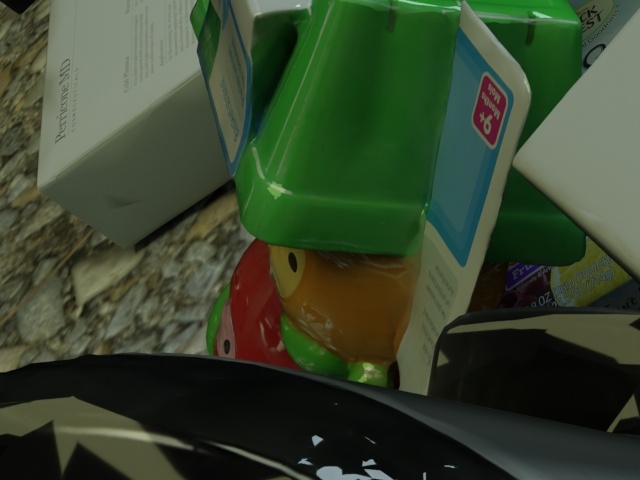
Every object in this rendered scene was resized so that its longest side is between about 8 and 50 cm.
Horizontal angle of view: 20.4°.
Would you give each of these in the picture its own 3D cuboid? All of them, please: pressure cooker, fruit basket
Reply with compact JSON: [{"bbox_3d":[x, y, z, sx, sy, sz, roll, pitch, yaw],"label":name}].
[{"bbox_3d":[0.035,0.232,0.502,0.370,0.420,0.375,-49,61,14],"label":"pressure cooker"},{"bbox_3d":[0.000,0.000,0.874,0.327,0.165,0.353,-107,31,-55],"label":"fruit basket"}]

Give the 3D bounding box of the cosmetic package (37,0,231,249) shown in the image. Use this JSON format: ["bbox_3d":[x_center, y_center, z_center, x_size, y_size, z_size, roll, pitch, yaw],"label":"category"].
[{"bbox_3d":[-0.066,-0.214,1.263,0.284,0.097,0.377,-30,41,26],"label":"cosmetic package"}]

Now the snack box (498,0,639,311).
[{"bbox_3d":[0.159,-0.044,0.896,0.174,0.070,0.207,-35,38,25],"label":"snack box"}]

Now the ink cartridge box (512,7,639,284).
[{"bbox_3d":[0.236,0.045,0.604,0.129,0.223,0.307,-49,36,7],"label":"ink cartridge box"}]

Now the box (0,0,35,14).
[{"bbox_3d":[-0.172,-0.325,1.348,0.270,0.060,0.216,-42,36,15],"label":"box"}]
